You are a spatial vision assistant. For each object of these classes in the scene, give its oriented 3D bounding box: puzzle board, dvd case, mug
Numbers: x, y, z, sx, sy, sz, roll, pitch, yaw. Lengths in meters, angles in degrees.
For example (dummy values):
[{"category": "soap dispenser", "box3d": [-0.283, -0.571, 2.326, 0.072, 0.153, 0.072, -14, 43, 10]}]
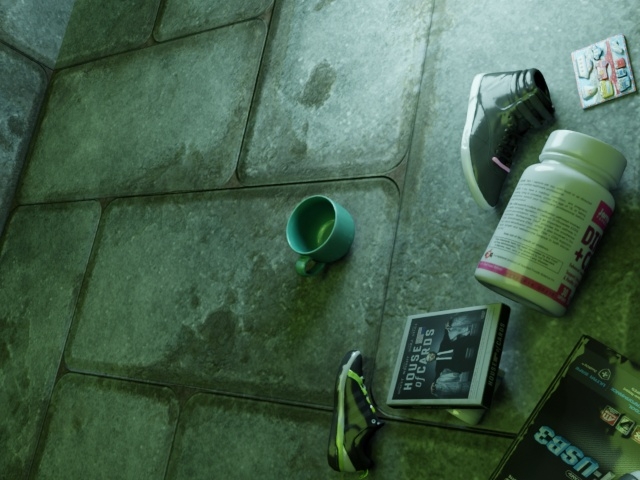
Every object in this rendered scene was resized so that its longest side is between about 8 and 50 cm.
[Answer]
[{"category": "puzzle board", "box3d": [0.516, -0.311, 1.382, 0.096, 0.011, 0.128, -17, 61, 31]}, {"category": "dvd case", "box3d": [0.217, 0.204, 1.310, 0.239, 0.030, 0.179, -17, 50, 53]}, {"category": "mug", "box3d": [-0.001, -0.009, 1.592, 0.157, 0.097, 0.129, -47, 51, 13]}]

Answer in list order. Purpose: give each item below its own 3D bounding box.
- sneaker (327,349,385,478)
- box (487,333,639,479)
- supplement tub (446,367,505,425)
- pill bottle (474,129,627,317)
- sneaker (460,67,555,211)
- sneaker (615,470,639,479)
[{"category": "sneaker", "box3d": [0.076, 0.325, 1.420, 0.097, 0.084, 0.234, 3, 73, 13]}, {"category": "box", "box3d": [0.444, 0.338, 1.121, 0.296, 0.073, 0.293, 35, 93, 42]}, {"category": "supplement tub", "box3d": [0.263, 0.254, 1.294, 0.071, 0.071, 0.107, 28, 88, 41]}, {"category": "pill bottle", "box3d": [0.387, -0.029, 1.260, 0.160, 0.160, 0.283, 24, 87, 41]}, {"category": "sneaker", "box3d": [0.352, -0.200, 1.396, 0.147, 0.105, 0.295, -10, 61, 40]}, {"category": "sneaker", "box3d": [0.593, 0.401, 0.909, 0.257, 0.169, 0.447, -44, 67, -5]}]
